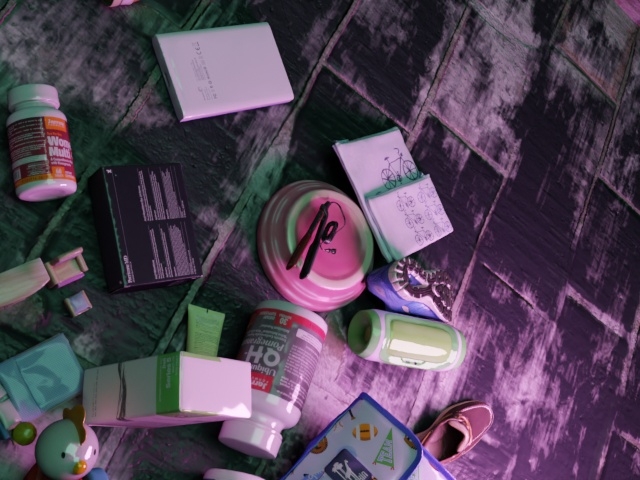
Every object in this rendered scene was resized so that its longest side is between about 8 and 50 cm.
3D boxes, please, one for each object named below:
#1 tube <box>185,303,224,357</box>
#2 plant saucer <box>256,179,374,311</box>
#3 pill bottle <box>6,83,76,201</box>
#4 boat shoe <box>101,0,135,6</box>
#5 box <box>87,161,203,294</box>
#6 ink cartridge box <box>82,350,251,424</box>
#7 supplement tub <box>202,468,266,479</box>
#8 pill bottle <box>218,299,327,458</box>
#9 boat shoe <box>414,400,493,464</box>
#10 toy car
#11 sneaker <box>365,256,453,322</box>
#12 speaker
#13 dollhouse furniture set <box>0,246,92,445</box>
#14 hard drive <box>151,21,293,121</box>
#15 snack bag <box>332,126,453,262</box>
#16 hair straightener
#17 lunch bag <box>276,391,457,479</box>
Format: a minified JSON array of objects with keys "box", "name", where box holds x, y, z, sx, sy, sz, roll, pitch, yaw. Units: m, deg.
[{"box":[-0.261,0.262,1.848,0.070,0.062,0.240,60,31,-62],"name":"tube"},{"box":[0.006,0.005,2.075,0.332,0.084,0.332,10,71,-30],"name":"plant saucer"},{"box":[-0.574,-0.199,1.730,0.121,0.121,0.221,-5,80,-34],"name":"pill bottle"},{"box":[-0.486,-0.689,1.943,0.103,0.113,0.302,-20,99,-37],"name":"boat shoe"},{"box":[-0.378,-0.028,1.822,0.184,0.103,0.261,-6,80,-37],"name":"box"},{"box":[-0.300,0.297,1.647,0.198,0.273,0.114,21,62,-51],"name":"ink cartridge box"},{"box":[-0.190,0.584,1.743,0.144,0.144,0.199,23,65,-26],"name":"supplement tub"},{"box":[-0.110,0.305,1.856,0.176,0.176,0.318,30,62,-23],"name":"pill bottle"},{"box":[0.332,0.495,2.123,0.342,0.123,0.123,-16,85,-35],"name":"boat shoe"},{"box":[-0.456,0.418,1.532,0.219,0.210,0.238,4,109,-40],"name":"toy car"},{"box":[0.230,0.129,2.162,0.330,0.147,0.129,31,58,-46],"name":"sneaker"},{"box":[0.219,0.252,2.118,0.296,0.131,0.131,14,69,-30],"name":"speaker"},{"box":[-0.512,0.196,1.611,0.286,0.198,0.303,-27,92,-35],"name":"dollhouse furniture set"},{"box":[-0.234,-0.416,2.064,0.319,0.040,0.210,-17,86,-35],"name":"hard drive"},{"box":[0.199,-0.135,2.222,0.323,0.037,0.342,-22,86,-50],"name":"snack bag"},{"box":[0.000,0.000,2.002,0.089,0.047,0.230,38,55,-19],"name":"hair straightener"},{"box":[0.117,0.574,1.855,0.328,0.239,0.385,-45,98,-14],"name":"lunch bag"}]
